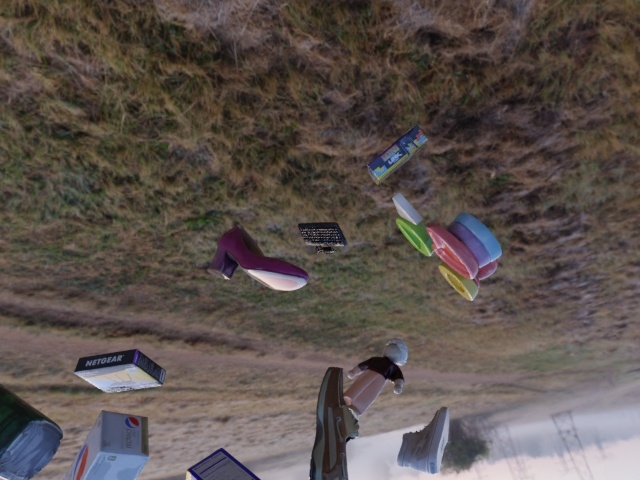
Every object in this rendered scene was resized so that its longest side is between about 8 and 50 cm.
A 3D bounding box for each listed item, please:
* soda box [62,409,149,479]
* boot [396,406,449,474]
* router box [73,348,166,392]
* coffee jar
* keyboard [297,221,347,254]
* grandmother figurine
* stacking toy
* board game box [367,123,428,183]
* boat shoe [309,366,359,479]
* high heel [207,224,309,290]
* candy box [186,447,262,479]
[{"bbox_3d":[-0.319,0.346,0.703,0.069,0.074,0.216,22,109,-31],"label":"soda box"},{"bbox_3d":[0.304,0.575,1.467,0.124,0.095,0.258,-1,-164,25],"label":"boot"},{"bbox_3d":[-0.514,0.338,1.281,0.179,0.046,0.133,-12,138,16],"label":"router box"},{"bbox_3d":[-0.428,0.224,0.634,0.184,0.079,0.096,23,147,18],"label":"coffee jar"},{"bbox_3d":[0.000,0.000,1.343,0.038,0.100,0.192,-38,-160,-26],"label":"keyboard"},{"bbox_3d":[0.186,0.452,1.652,0.342,0.208,0.104,-40,136,-37],"label":"grandmother figurine"},{"bbox_3d":[0.321,-0.016,1.215,0.130,0.279,0.309,-41,157,-3],"label":"stacking toy"},{"bbox_3d":[0.176,-0.197,1.167,0.141,0.048,0.170,-38,179,5],"label":"board game box"},{"bbox_3d":[0.047,0.513,1.351,0.120,0.323,0.122,4,154,8],"label":"boat shoe"},{"bbox_3d":[-0.165,0.032,1.422,0.377,0.181,0.127,7,152,35],"label":"high heel"},{"bbox_3d":[-0.185,0.699,1.166,0.317,0.268,0.122,19,-160,38],"label":"candy box"}]
